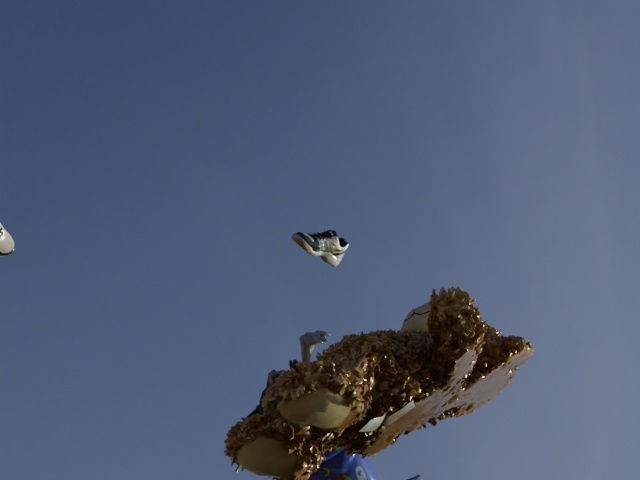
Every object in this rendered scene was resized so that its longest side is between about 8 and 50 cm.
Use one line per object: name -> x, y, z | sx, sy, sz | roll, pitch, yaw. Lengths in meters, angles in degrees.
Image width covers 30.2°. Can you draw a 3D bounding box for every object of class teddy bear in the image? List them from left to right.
teddy bear -> 0.053, 0.131, 1.148 | 0.113, 0.338, 0.245 | 53, -31, 25

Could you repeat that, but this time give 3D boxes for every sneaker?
sneaker -> -0.435, -0.019, 1.541 | 0.044, 0.040, 0.109 | -7, -46, 44
sneaker -> 0.000, 0.000, 1.352 | 0.032, 0.037, 0.083 | 43, 10, 37

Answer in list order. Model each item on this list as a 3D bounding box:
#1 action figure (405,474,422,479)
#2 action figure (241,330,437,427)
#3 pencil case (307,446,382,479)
action figure -> 0.164, 0.403, 1.356 | 0.330, 0.179, 0.341 | 6, -71, 64
action figure -> 0.020, 0.185, 1.487 | 0.276, 0.140, 0.164 | -9, -9, 12
pencil case -> 0.035, 0.375, 1.644 | 0.119, 0.133, 0.306 | 17, -46, 60
